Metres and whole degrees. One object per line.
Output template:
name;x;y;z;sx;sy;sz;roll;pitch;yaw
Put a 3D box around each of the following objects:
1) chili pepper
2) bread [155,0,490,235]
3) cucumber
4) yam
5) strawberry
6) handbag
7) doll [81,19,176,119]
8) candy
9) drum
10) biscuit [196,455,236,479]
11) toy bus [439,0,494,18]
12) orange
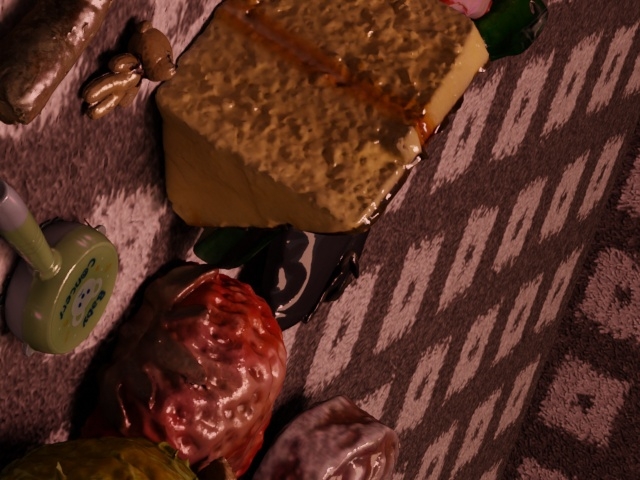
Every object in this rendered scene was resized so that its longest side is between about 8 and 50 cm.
chili pepper;0.234;-0.272;2.484;0.216;0.062;0.108;-28;139;-59
bread;0.007;-0.110;1.770;0.263;0.236;0.198;-54;158;-27
cucumber;-0.066;-0.023;1.867;0.115;0.062;0.116;-41;-165;42
yam;-0.177;-0.198;1.432;0.253;0.061;0.061;-57;160;-19
strawberry;-0.120;0.178;1.935;0.265;0.149;0.336;-60;162;-22
handbag;0.000;0.000;2.141;0.254;0.088;0.211;-26;135;-68
doll;-0.166;-0.143;1.592;0.093;0.051;0.061;-27;150;-15
candy;-0.012;0.336;2.428;0.214;0.157;0.289;-3;124;-54
drum;-0.242;0.030;1.559;0.130;0.049;0.253;-65;162;-2
biscuit;-0.140;0.320;1.832;0.025;0.131;0.231;15;134;-38
toy bus;0.165;-0.392;2.027;0.147;0.127;0.303;-9;122;-65
orange;-0.222;0.298;1.693;0.301;0.223;0.300;-41;164;-53
